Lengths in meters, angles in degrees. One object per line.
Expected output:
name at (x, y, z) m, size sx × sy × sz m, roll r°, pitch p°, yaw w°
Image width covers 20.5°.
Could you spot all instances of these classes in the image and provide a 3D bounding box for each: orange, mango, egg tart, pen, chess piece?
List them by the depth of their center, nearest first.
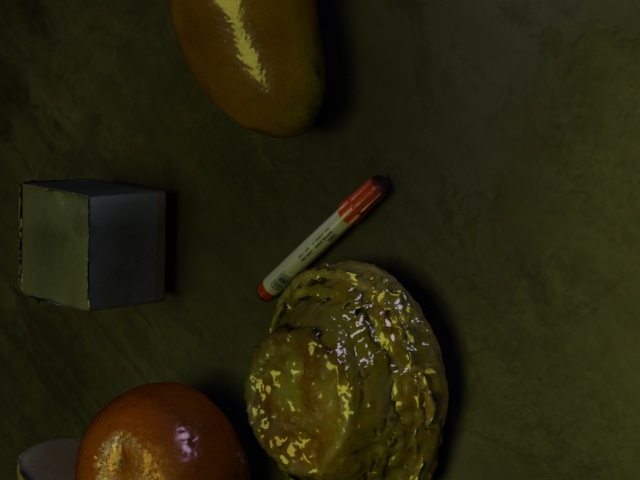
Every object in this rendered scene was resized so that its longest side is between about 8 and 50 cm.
egg tart at (0.011, 0.166, 1.902) m, size 0.294 × 0.123 × 0.294 m, roll 12°, pitch 107°, yaw 46°
mango at (-0.081, -0.232, 1.947) m, size 0.175 × 0.139 × 0.254 m, roll -9°, pitch 94°, yaw 54°
pen at (0.000, 0.000, 1.965) m, size 0.239 × 0.028 × 0.028 m, roll -43°, pitch 63°, yaw 41°
orange at (-0.182, 0.278, 2.096) m, size 0.224 × 0.170 × 0.224 m, roll -8°, pitch 75°, yaw 31°
chess piece at (-0.336, 0.400, 2.307) m, size 0.143 × 0.143 × 0.260 m, roll 30°, pitch 120°, yaw 42°

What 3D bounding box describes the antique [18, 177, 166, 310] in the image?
antique at (-0.276, 0.002, 2.178) m, size 0.152 × 0.148 × 0.146 m, roll 11°, pitch 104°, yaw 46°
